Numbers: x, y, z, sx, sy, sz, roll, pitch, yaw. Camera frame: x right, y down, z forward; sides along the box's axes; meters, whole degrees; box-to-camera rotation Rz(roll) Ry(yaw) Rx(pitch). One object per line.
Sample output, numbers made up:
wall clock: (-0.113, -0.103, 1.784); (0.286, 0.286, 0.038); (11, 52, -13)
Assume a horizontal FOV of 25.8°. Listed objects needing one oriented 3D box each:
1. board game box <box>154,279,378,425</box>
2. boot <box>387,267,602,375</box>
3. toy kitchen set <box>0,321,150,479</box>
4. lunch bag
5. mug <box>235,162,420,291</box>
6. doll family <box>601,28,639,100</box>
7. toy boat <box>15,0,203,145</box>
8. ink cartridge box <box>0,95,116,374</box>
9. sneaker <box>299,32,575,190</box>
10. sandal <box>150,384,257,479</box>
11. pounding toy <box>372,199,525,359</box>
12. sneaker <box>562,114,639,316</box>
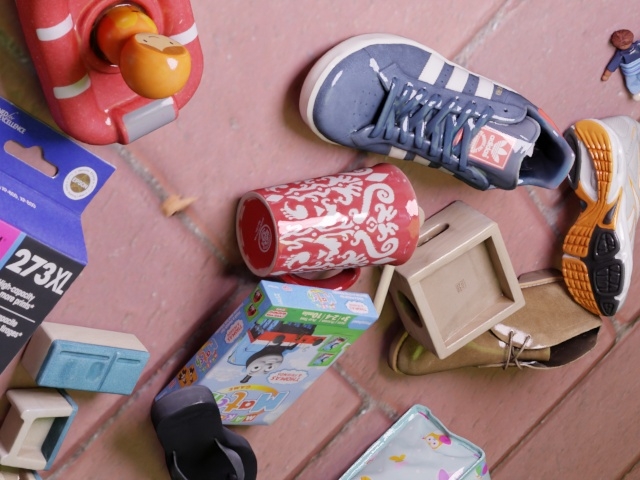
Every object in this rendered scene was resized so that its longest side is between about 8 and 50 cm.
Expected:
board game box: (-0.060, 0.129, 1.538); (0.160, 0.039, 0.211); (9, 135, -43)
boot: (0.227, 0.118, 1.764); (0.305, 0.115, 0.112); (-15, 132, -29)
toy kitchen set: (-0.239, 0.217, 1.406); (0.122, 0.166, 0.207); (12, 112, -44)
lunch bag: (0.100, 0.383, 1.824); (0.262, 0.160, 0.223); (-41, 139, -16)
mug: (0.005, 0.000, 1.486); (0.169, 0.113, 0.150); (-9, 107, -31)
doll family: (0.430, -0.244, 1.692); (0.193, 0.076, 0.111); (-43, 143, -1)
toy boat: (-0.163, -0.172, 1.190); (0.151, 0.151, 0.231); (-30, 135, -20)
ink cartridge box: (-0.344, 0.055, 1.280); (0.371, 0.069, 0.176); (-53, 138, 2)
sneaker: (0.139, -0.123, 1.482); (0.350, 0.148, 0.131); (5, 117, -41)
sandal: (-0.131, 0.244, 1.564); (0.097, 0.054, 0.254); (-26, 148, -1)
pounding toy: (0.115, 0.027, 1.623); (0.181, 0.094, 0.206); (-32, 122, -13)
sneaker: (0.375, -0.033, 1.757); (0.121, 0.099, 0.262); (-21, 117, -39)
